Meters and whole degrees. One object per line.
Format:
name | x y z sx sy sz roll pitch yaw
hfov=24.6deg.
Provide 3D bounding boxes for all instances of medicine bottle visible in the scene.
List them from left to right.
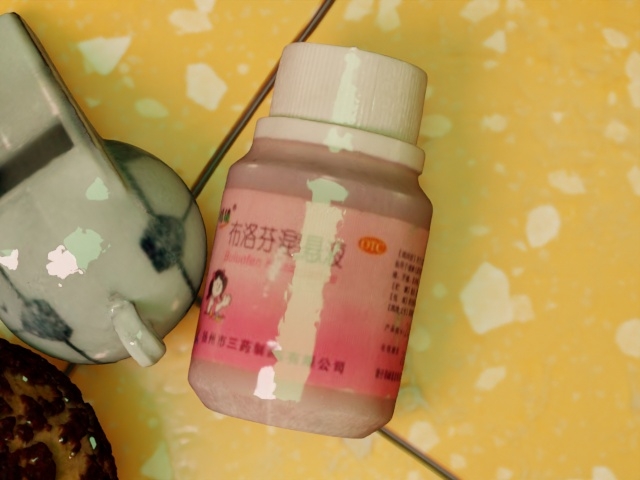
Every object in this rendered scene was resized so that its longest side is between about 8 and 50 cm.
medicine bottle | 0.000 0.000 0.973 0.147 0.147 0.247 10 87 3

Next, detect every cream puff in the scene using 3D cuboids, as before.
cream puff | -0.240 0.175 0.926 0.239 0.165 0.239 -16 123 -25

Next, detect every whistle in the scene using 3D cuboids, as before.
whistle | -0.166 -0.015 0.995 0.163 0.163 0.289 -35 47 0
